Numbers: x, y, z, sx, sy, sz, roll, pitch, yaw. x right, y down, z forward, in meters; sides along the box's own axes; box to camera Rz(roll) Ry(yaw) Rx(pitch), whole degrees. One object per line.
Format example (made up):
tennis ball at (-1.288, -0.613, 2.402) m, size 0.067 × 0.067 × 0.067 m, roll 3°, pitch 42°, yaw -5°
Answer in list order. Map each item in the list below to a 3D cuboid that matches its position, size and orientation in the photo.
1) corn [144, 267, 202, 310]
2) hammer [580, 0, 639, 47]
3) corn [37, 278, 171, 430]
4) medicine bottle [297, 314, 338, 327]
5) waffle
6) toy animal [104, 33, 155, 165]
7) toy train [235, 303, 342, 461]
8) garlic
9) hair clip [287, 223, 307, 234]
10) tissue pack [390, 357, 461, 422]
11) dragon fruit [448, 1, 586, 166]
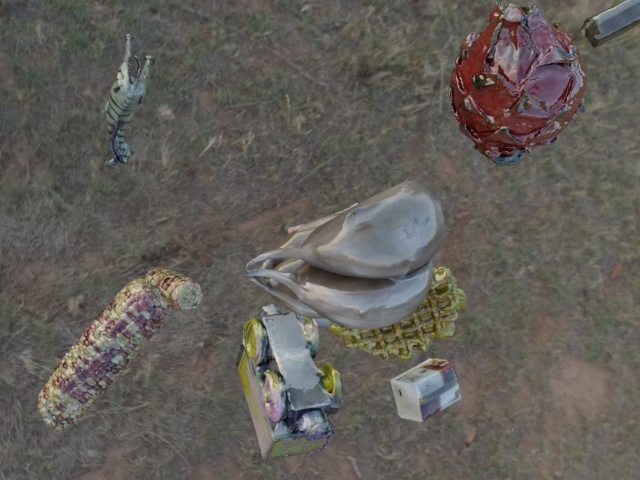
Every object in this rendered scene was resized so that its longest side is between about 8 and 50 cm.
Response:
corn at (-0.387, 0.118, 1.563) m, size 0.086 × 0.253 × 0.086 m, roll -8°, pitch 103°, yaw -35°
hammer at (0.369, -0.250, 0.513) m, size 0.027 × 0.297 × 0.125 m, roll 68°, pitch 14°, yaw 19°
corn at (-0.370, 0.193, 1.031) m, size 0.098 × 0.098 × 0.290 m, roll 41°, pitch 83°, yaw -16°
medicine bottle at (0.003, 0.205, 1.745) m, size 0.130 × 0.080 × 0.080 m, roll 12°, pitch 74°, yaw -13°
waffle at (0.180, 0.158, 1.380) m, size 0.325 × 0.302 × 0.068 m, roll 17°, pitch 35°, yaw -27°
toy animal at (-0.367, -0.257, 1.148) m, size 0.073 × 0.217 × 0.176 m, roll 10°, pitch 62°, yaw -22°
toy train at (-0.061, 0.242, 1.048) m, size 0.134 × 0.177 × 0.261 m, roll 1°, pitch 42°, yaw -26°
garlic at (0.045, 0.006, 0.826) m, size 0.292 × 0.237 × 0.210 m, roll -34°, pitch 132°, yaw -42°
hair clip at (0.002, 0.008, 1.387) m, size 0.123 × 0.138 × 0.102 m, roll -88°, pitch 163°, yaw -48°
tissue pack at (0.269, 0.375, 1.529) m, size 0.148 × 0.099 × 0.106 m, roll -19°, pitch 97°, yaw -36°
dragon fruit at (0.351, -0.277, 1.081) m, size 0.244 × 0.244 × 0.299 m, roll -51°, pitch 147°, yaw -26°
